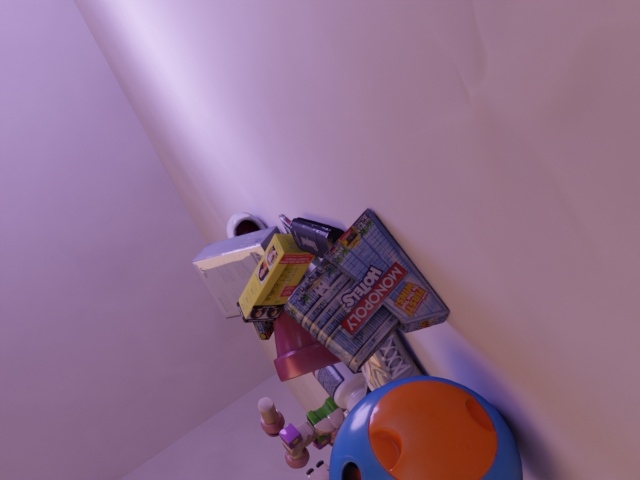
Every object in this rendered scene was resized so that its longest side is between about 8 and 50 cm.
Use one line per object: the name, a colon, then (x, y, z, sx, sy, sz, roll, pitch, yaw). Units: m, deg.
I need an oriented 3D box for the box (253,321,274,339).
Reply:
box: (-0.119, 0.150, 2.036, 0.137, 0.027, 0.094, -61, -39, -52)

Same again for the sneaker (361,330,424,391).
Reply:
sneaker: (0.108, 0.194, 1.619, 0.262, 0.099, 0.121, 52, 163, 16)

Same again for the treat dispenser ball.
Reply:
treat dispenser ball: (0.156, 0.349, 1.332, 0.288, 0.288, 0.288, 54, 168, 16)

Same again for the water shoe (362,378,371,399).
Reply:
water shoe: (0.126, 0.330, 1.797, 0.080, 0.072, 0.203, -151, 56, -66)

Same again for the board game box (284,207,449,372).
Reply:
board game box: (0.080, 0.087, 1.304, 0.194, 0.194, 0.060, 39, 165, 14)

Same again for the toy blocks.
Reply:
toy blocks: (0.026, 0.517, 2.368, 0.309, 0.288, 0.260, 46, 161, 32)

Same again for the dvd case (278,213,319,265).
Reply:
dvd case: (-0.048, -0.002, 1.936, 0.119, 0.013, 0.087, 39, 159, 54)

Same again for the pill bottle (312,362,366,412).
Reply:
pill bottle: (0.064, 0.349, 2.182, 0.180, 0.108, 0.108, 47, 165, 41)

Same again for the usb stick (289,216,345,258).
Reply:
usb stick: (0.000, 0.000, 1.658, 0.077, 0.045, 0.278, 59, 169, -14)

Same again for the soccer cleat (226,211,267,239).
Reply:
soccer cleat: (-0.138, 0.076, 2.264, 0.331, 0.116, 0.143, 58, 169, -2)

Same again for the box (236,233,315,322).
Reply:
box: (-0.094, 0.081, 1.871, 0.232, 0.087, 0.058, -58, 44, 38)

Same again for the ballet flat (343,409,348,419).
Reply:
ballet flat: (0.111, 0.544, 2.671, 0.206, 0.073, 0.067, 52, 141, 12)

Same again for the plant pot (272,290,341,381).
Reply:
plant pot: (-0.024, 0.201, 1.993, 0.201, 0.201, 0.180, 125, 127, -78)

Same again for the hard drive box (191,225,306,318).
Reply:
hard drive box: (-0.171, 0.081, 2.167, 0.232, 0.089, 0.181, -13, 115, 35)
